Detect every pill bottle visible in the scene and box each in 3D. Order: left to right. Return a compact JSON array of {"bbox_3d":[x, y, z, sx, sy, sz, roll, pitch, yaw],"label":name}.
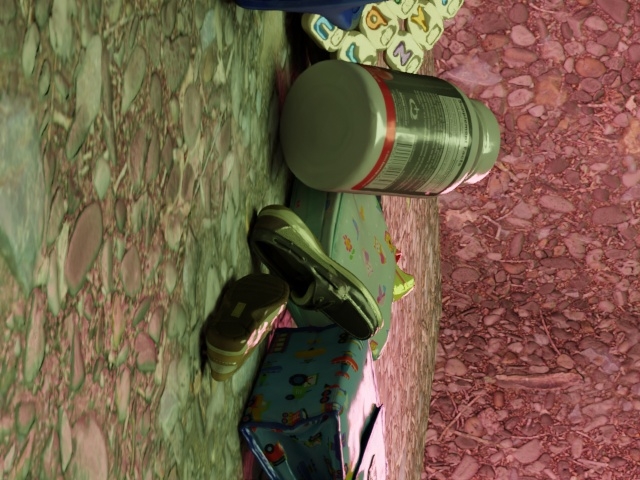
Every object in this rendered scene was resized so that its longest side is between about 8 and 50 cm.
[{"bbox_3d":[0.109,-0.148,1.911,0.318,0.176,0.176,2,91,-48],"label":"pill bottle"}]

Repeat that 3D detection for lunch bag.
[{"bbox_3d":[0.017,0.287,1.829,0.221,0.138,0.293,-70,147,-57],"label":"lunch bag"},{"bbox_3d":[0.021,0.022,1.964,0.279,0.107,0.224,-81,150,-47],"label":"lunch bag"}]

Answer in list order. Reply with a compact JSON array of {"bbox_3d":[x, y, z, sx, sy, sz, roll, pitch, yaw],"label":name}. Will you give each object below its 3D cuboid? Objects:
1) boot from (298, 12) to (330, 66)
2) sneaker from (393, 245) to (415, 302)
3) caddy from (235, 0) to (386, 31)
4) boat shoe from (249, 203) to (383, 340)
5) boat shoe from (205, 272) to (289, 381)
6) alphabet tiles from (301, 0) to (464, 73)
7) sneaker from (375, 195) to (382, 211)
[{"bbox_3d":[0.002,-0.345,1.956,0.115,0.112,0.305,-133,-149,-59],"label":"boot"},{"bbox_3d":[0.082,0.026,2.241,0.208,0.094,0.081,58,-24,32],"label":"sneaker"},{"bbox_3d":[0.028,-0.335,1.602,0.341,0.241,0.179,-59,146,-69],"label":"caddy"},{"bbox_3d":[-0.012,0.055,1.749,0.223,0.080,0.073,49,49,-17],"label":"boat shoe"},{"bbox_3d":[-0.090,0.100,1.576,0.190,0.068,0.072,-46,151,-61],"label":"boat shoe"},{"bbox_3d":[0.089,-0.369,1.922,0.278,0.021,0.284,43,76,-39],"label":"alphabet tiles"},{"bbox_3d":[0.047,-0.127,2.158,0.226,0.086,0.163,-92,175,-48],"label":"sneaker"}]
